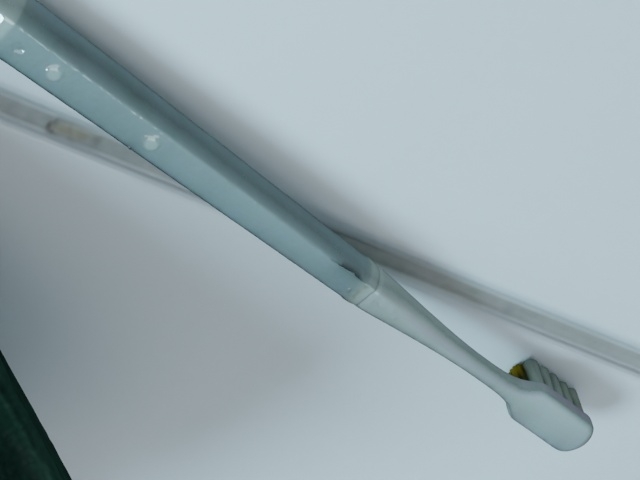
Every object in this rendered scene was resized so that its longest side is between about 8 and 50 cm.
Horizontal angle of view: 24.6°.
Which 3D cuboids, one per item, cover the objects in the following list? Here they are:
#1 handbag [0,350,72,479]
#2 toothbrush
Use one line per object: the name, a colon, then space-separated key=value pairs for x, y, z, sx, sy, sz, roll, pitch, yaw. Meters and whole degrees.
handbag: x=-0.259 y=0.124 z=0.551 sx=0.326 sy=0.089 sz=0.238 roll=-30 pitch=91 yaw=14
toothbrush: x=0.000 y=0.001 z=0.599 sx=0.342 sy=0.030 sz=0.025 roll=35 pitch=117 yaw=-31
